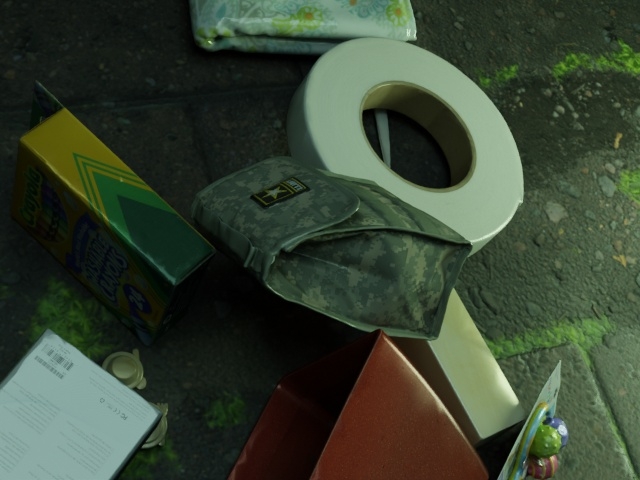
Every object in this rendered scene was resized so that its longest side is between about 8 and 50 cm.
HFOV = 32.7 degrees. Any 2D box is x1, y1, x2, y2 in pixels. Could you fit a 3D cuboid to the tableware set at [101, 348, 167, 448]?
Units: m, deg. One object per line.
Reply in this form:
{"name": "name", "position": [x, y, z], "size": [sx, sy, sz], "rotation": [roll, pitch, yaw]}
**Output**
{"name": "tableware set", "position": [-0.283, 0.214, 1.412], "size": [0.168, 0.020, 0.141], "rotation": [-9, 67, -23]}

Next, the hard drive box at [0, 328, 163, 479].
{"name": "hard drive box", "position": [-0.332, 0.255, 1.313], "size": [0.181, 0.089, 0.232], "rotation": [37, 65, 2]}

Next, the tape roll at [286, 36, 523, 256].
{"name": "tape roll", "position": [0.136, -0.143, 1.689], "size": [0.392, 0.072, 0.392], "rotation": [15, 53, -21]}

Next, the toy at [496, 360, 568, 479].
{"name": "toy", "position": [0.298, 0.298, 1.502], "size": [0.056, 0.137, 0.237], "rotation": [24, 55, 25]}

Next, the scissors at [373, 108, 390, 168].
{"name": "scissors", "position": [0.102, -0.251, 1.800], "size": [0.109, 0.021, 0.297], "rotation": [-10, 65, -26]}

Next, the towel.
{"name": "towel", "position": [-0.041, -0.452, 1.807], "size": [0.374, 0.090, 0.321], "rotation": [-1, 60, -17]}

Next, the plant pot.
{"name": "plant pot", "position": [0.046, 0.309, 1.350], "size": [0.235, 0.267, 0.267], "rotation": [37, 56, -13]}

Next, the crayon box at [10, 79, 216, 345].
{"name": "crayon box", "position": [-0.297, -0.029, 1.430], "size": [0.323, 0.203, 0.083], "rotation": [43, 58, 7]}

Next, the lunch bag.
{"name": "lunch bag", "position": [0.000, 0.000, 1.378], "size": [0.287, 0.169, 0.235], "rotation": [10, 15, -33]}

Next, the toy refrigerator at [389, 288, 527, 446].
{"name": "toy refrigerator", "position": [0.178, 0.163, 1.556], "size": [0.094, 0.102, 0.269], "rotation": [-19, 70, -27]}
